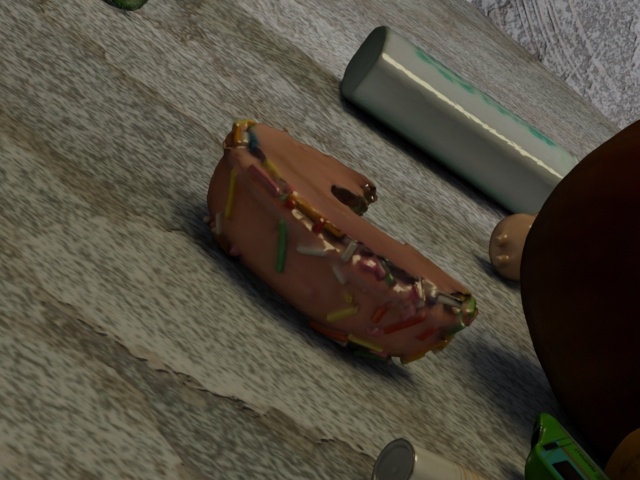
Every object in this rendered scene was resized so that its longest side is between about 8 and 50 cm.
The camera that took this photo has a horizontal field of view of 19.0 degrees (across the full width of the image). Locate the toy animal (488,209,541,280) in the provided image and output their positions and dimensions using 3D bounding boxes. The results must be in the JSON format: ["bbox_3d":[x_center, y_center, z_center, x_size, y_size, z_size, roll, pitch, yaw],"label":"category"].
[{"bbox_3d":[0.223,0.013,1.978,0.150,0.083,0.089,5,45,-45],"label":"toy animal"}]

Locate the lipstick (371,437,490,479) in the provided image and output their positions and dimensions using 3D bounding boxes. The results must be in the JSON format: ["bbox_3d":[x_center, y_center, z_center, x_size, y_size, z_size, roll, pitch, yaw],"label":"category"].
[{"bbox_3d":[0.095,0.166,1.192,0.141,0.040,0.040,29,15,-32],"label":"lipstick"}]

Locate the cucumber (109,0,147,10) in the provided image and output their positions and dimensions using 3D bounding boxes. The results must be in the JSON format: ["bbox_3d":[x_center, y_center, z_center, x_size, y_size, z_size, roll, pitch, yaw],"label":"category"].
[{"bbox_3d":[-0.207,-0.269,1.921,0.048,0.048,0.105,27,14,-37],"label":"cucumber"}]

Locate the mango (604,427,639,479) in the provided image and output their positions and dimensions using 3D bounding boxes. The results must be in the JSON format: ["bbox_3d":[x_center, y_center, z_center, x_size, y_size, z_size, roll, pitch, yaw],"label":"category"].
[{"bbox_3d":[0.257,0.181,1.330,0.102,0.141,0.217,-14,9,-16],"label":"mango"}]

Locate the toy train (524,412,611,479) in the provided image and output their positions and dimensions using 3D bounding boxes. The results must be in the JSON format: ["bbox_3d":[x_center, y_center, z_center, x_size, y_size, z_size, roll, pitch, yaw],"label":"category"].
[{"bbox_3d":[0.186,0.193,1.308,0.042,0.044,0.209,-11,37,-24],"label":"toy train"}]

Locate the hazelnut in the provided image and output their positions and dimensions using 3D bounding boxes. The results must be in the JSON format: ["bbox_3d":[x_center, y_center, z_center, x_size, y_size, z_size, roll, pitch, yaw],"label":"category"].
[{"bbox_3d":[0.360,0.063,1.593,0.409,0.359,0.359,39,11,-27],"label":"hazelnut"}]

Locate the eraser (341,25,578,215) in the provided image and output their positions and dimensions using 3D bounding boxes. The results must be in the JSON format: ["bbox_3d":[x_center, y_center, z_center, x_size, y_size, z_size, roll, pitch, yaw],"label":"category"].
[{"bbox_3d":[0.167,-0.136,2.303,0.290,0.104,0.189,34,17,-10],"label":"eraser"}]

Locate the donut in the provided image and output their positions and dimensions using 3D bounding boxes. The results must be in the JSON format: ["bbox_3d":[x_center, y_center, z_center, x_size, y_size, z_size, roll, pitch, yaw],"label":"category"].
[{"bbox_3d":[0.000,0.000,1.424,0.199,0.085,0.233,26,17,-41],"label":"donut"}]
